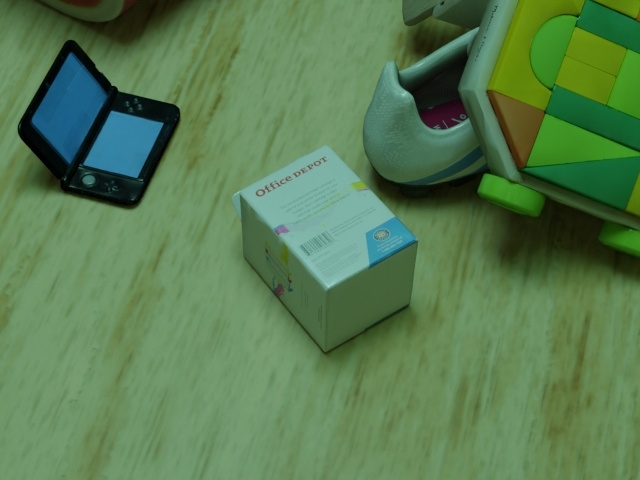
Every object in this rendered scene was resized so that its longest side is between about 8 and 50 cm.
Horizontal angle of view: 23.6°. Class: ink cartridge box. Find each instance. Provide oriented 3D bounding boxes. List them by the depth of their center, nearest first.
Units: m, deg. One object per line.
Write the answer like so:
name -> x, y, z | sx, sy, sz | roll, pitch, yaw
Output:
ink cartridge box -> 0.000, 0.000, 1.269 | 0.092, 0.090, 0.143 | -28, 57, -21

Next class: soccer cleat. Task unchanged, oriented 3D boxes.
soccer cleat -> 0.195, -0.138, 1.345 | 0.331, 0.143, 0.116 | -19, 55, -16

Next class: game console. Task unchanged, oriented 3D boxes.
game console -> -0.194, -0.105, 1.359 | 0.107, 0.071, 0.122 | 14, 54, 10

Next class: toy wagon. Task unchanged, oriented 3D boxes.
toy wagon -> 0.290, -0.120, 1.284 | 0.344, 0.068, 0.267 | 20, 91, -17

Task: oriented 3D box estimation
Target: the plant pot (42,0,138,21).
plant pot -> -0.198, -0.359, 1.455 | 0.275, 0.275, 0.243 | 27, 67, 19

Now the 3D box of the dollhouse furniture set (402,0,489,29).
dollhouse furniture set -> 0.221, -0.299, 1.523 | 0.303, 0.198, 0.286 | 14, 71, -29
